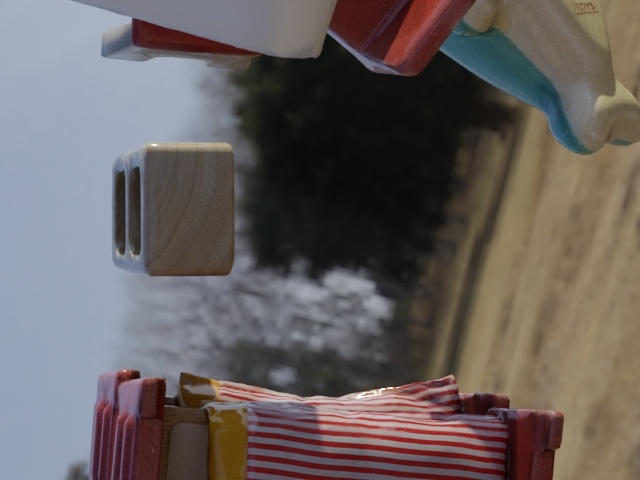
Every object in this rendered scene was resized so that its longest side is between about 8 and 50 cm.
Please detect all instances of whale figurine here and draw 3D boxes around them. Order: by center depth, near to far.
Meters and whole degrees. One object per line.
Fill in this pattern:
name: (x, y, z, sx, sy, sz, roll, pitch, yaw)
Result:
whale figurine: (0.152, -0.176, 1.611, 0.141, 0.272, 0.216, -37, -12, 33)

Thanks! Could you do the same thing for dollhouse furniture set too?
dollhouse furniture set: (0.000, 0.000, 0.941, 0.152, 0.201, 0.374, 179, 94, -76)

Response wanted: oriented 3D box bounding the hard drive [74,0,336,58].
hard drive: (-0.070, -0.175, 0.493, 0.319, 0.210, 0.040, 110, 174, -59)
